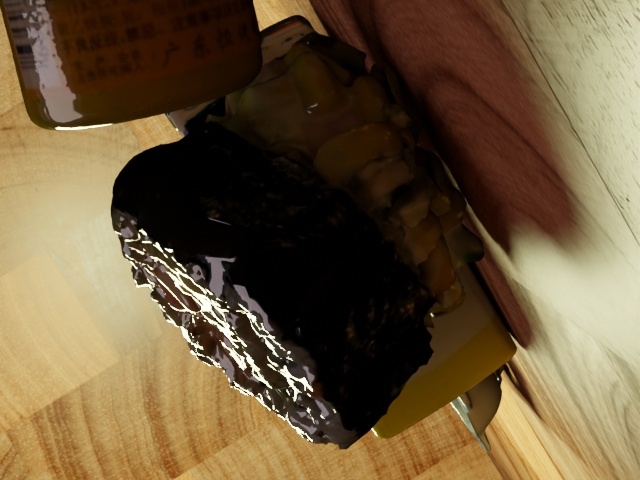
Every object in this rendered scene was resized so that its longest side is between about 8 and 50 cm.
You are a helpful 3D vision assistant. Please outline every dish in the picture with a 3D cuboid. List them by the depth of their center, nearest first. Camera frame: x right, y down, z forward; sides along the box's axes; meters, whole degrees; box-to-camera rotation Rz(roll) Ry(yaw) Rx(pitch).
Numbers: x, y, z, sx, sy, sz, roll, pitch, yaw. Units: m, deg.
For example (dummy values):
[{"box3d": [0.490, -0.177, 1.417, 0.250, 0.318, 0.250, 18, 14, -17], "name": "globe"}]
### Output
[{"box3d": [0.199, 0.169, 2.135, 0.228, 0.086, 0.236, 57, 178, 11], "name": "dish"}]

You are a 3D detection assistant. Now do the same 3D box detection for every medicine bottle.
[{"box3d": [-0.193, -0.305, 1.373, 0.224, 0.224, 0.384, -127, 23, -76], "name": "medicine bottle"}]

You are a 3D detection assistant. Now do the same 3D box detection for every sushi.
[{"box3d": [0.000, 0.000, 1.484, 0.328, 0.285, 0.328, 27, 154, 46], "name": "sushi"}]

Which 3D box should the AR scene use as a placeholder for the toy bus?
[{"box3d": [0.022, -0.014, 1.788, 0.440, 0.209, 0.249, 59, 178, -22], "name": "toy bus"}]
